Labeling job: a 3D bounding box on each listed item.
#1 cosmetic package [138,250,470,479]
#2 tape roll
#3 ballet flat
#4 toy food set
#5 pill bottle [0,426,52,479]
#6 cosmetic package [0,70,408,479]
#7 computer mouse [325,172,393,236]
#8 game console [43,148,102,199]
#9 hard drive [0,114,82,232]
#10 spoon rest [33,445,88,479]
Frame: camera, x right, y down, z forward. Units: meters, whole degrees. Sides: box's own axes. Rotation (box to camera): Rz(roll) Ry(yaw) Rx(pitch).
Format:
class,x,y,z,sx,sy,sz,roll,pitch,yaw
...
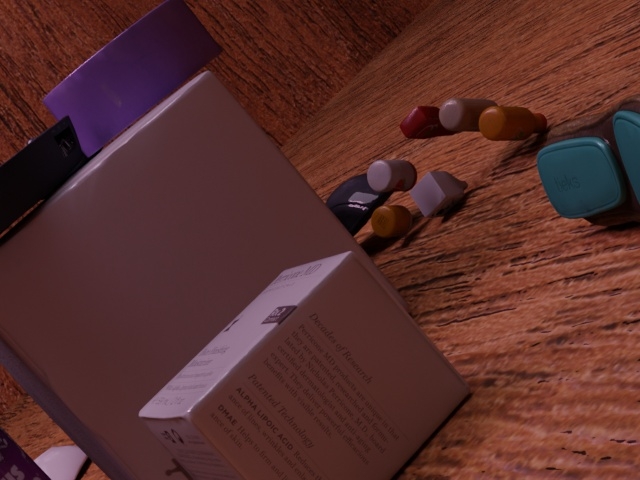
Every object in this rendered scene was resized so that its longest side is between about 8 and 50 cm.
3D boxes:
class,x,y,z,sx,sy,sz,roll,pitch,yaw
cosmetic package,-0.015,0.128,1.079,0.184,0.151,0.151,-45,11,-21
tape roll,-0.202,-0.177,1.473,0.189,0.080,0.189,-37,10,7
ballet flat,0.268,-0.063,1.019,0.124,0.116,0.342,-23,3,-6
toy food set,0.155,-0.099,1.640,0.104,0.111,0.232,-4,-36,-49
pill bottle,-0.405,0.280,1.518,0.169,0.301,0.169,-40,9,8
cosmetic package,-0.177,0.066,1.491,0.327,0.329,0.394,-42,10,-15
computer mouse,0.000,0.000,1.787,0.184,0.060,0.262,-47,-1,-26
game console,-0.273,-0.103,1.618,0.107,0.071,0.122,6,40,37
hard drive,-0.329,-0.024,1.322,0.172,0.054,0.254,-37,10,24
spoon rest,-0.396,0.352,1.924,0.137,0.084,0.276,-40,-4,2
